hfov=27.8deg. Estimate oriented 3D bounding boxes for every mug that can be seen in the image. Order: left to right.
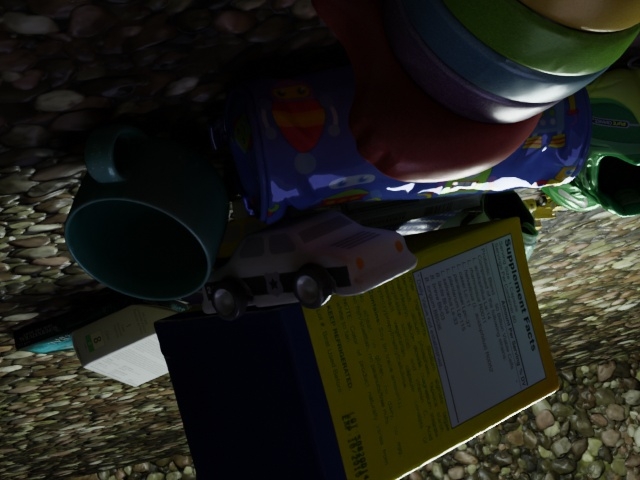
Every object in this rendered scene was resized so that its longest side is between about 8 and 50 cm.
[{"bbox_3d":[-0.139,-0.034,1.095,0.129,0.097,0.158,20,140,-5],"label":"mug"}]

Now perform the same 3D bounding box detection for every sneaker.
[{"bbox_3d":[0.197,0.060,1.465,0.094,0.256,0.151,-1,154,-20],"label":"sneaker"},{"bbox_3d":[0.279,-0.073,1.287,0.109,0.123,0.295,-13,165,-2],"label":"sneaker"}]

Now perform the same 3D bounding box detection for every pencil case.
[{"bbox_3d":[0.068,-0.085,1.072,0.306,0.119,0.133,-9,144,-16],"label":"pencil case"}]

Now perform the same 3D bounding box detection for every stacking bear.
[{"bbox_3d":[0.136,-0.180,0.754,0.164,0.175,0.289,-2,154,-29],"label":"stacking bear"}]

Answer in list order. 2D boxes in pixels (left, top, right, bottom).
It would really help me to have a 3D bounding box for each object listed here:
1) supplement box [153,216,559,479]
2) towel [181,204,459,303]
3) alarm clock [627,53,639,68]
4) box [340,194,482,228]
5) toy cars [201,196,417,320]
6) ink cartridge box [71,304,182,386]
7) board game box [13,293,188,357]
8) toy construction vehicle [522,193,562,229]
[{"bbox_3d":[0.046,0.117,1.301,0.356,0.194,0.195,-18,-174,-43],"label":"supplement box"},{"bbox_3d":[0.000,0.000,1.497,0.243,0.040,0.336,-2,159,-30],"label":"towel"},{"bbox_3d":[0.318,-0.180,1.069,0.129,0.064,0.192,-7,166,-24],"label":"alarm clock"},{"bbox_3d":[0.094,-0.073,1.253,0.145,0.038,0.186,-12,158,-6],"label":"box"},{"bbox_3d":[-0.037,0.001,1.192,0.176,0.087,0.393,-16,-174,-8],"label":"toy cars"},{"bbox_3d":[-0.170,0.106,1.599,0.224,0.056,0.181,-26,162,5],"label":"ink cartridge box"},{"bbox_3d":[-0.276,0.108,1.642,0.186,0.026,0.126,-19,163,20],"label":"board game box"},{"bbox_3d":[0.258,-0.032,1.582,0.086,0.035,0.098,-5,163,-27],"label":"toy construction vehicle"}]
